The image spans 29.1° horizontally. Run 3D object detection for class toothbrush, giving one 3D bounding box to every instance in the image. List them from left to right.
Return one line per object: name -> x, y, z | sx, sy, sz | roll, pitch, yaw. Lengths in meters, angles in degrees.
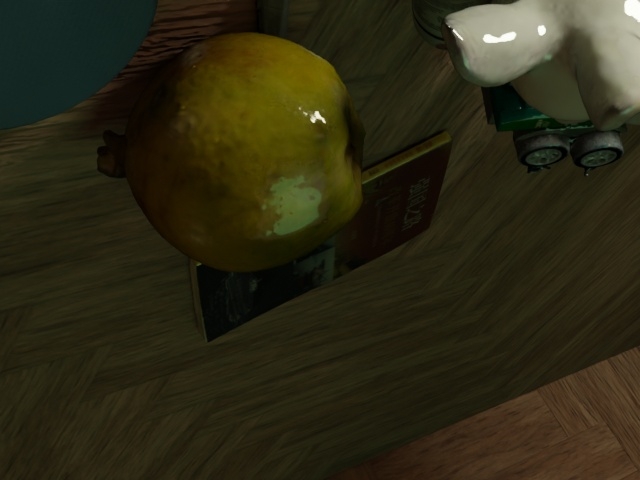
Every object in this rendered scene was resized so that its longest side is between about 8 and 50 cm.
toothbrush -> -0.048, -0.162, 1.200 | 0.030, 0.031, 0.297 | -18, 156, -11

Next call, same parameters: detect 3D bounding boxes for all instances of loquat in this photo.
loquat -> -0.086, -0.077, 1.099 | 0.246, 0.213, 0.213 | -2, 162, 9

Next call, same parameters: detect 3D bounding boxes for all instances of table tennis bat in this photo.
table tennis bat -> -0.222, -0.177, 0.901 | 0.215, 0.044, 0.329 | -26, 161, -11

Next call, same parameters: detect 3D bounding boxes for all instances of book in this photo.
book -> 0.000, 0.000, 1.645 | 0.374, 0.028, 0.262 | -26, 157, -14

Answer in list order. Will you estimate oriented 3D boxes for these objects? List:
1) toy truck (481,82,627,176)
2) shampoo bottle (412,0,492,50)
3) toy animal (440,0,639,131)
toy truck -> 0.338, -0.187, 1.347 | 0.363, 0.177, 0.178 | -3, 159, -9
shampoo bottle -> 0.121, -0.269, 1.109 | 0.085, 0.085, 0.262 | -30, 159, -5
toy animal -> 0.248, -0.221, 1.091 | 0.368, 0.196, 0.241 | -55, 156, -36
